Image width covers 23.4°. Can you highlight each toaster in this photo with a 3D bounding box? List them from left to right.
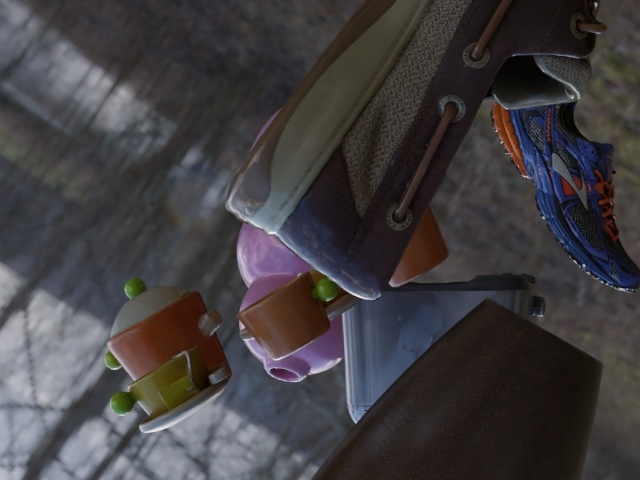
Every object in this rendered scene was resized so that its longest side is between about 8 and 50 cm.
[{"bbox_3d":[0.108,0.106,1.508,0.227,0.146,0.129,-1,177,16],"label":"toaster"}]

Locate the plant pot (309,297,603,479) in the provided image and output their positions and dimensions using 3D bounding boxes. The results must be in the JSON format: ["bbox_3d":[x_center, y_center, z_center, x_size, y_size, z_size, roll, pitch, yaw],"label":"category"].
[{"bbox_3d":[0.124,0.172,1.231,0.215,0.230,0.215,30,-179,-1],"label":"plant pot"}]

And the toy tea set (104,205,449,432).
[{"bbox_3d":[-0.053,0.039,1.361,0.124,0.336,0.200,60,169,-1],"label":"toy tea set"}]

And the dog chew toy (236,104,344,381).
[{"bbox_3d":[0.000,0.000,1.728,0.206,0.332,0.206,12,155,6],"label":"dog chew toy"}]

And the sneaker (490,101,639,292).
[{"bbox_3d":[0.239,-0.052,1.421,0.221,0.087,0.083,62,-164,14],"label":"sneaker"}]

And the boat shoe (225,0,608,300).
[{"bbox_3d":[0.095,-0.117,0.839,0.123,0.342,0.123,38,167,0],"label":"boat shoe"}]
